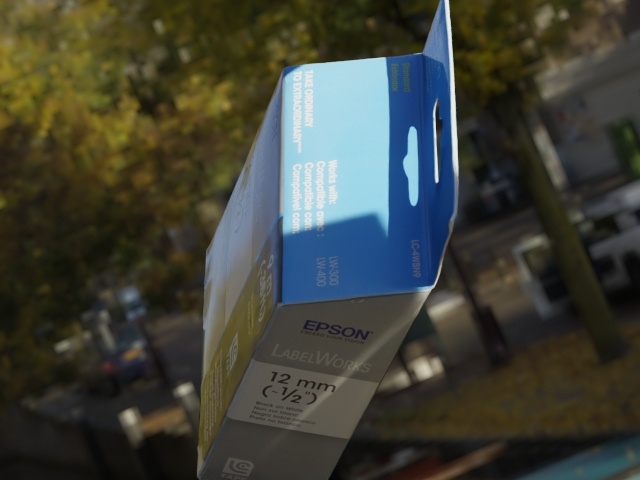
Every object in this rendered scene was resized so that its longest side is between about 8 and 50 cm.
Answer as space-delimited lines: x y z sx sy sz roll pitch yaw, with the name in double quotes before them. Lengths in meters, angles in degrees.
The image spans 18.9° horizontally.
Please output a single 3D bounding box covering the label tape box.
"label tape box" 0.000 0.000 1.490 0.115 0.249 0.347 11 -43 -12
